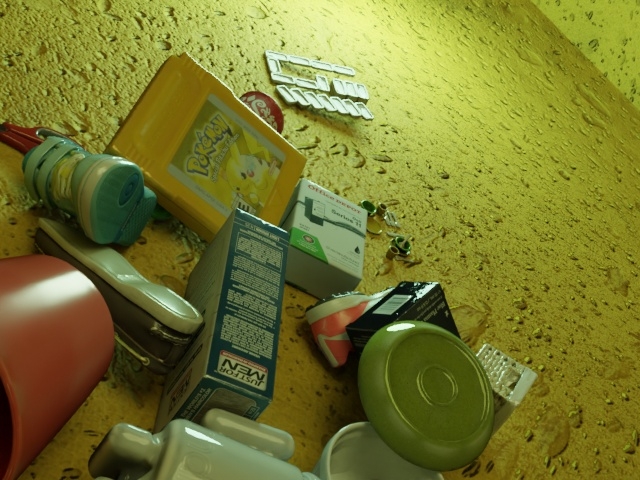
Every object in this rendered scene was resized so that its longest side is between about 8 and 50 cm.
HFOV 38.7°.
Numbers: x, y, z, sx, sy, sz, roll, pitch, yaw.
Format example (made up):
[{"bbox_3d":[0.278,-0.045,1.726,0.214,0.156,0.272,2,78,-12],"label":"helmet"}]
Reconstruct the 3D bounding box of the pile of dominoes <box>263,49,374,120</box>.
[{"bbox_3d":[-0.007,-0.350,2.130,0.251,0.040,0.196,8,44,-22],"label":"pile of dominoes"}]

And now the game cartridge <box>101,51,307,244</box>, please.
[{"bbox_3d":[-0.188,-0.146,1.596,0.323,0.052,0.285,41,47,-22],"label":"game cartridge"}]

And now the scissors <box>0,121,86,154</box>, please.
[{"bbox_3d":[-0.534,-0.189,1.514,0.297,0.021,0.109,27,39,-11],"label":"scissors"}]

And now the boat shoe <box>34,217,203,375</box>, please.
[{"bbox_3d":[-0.311,0.073,1.311,0.324,0.097,0.116,32,9,26],"label":"boat shoe"}]

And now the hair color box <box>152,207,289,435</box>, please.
[{"bbox_3d":[-0.139,0.133,1.338,0.105,0.174,0.347,25,37,-17],"label":"hair color box"}]

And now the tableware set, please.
[{"bbox_3d":[0.137,-0.022,1.868,0.104,0.024,0.154,12,42,-29],"label":"tableware set"}]

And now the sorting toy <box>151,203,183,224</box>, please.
[{"bbox_3d":[-0.256,-0.054,1.576,0.061,0.042,0.102,28,46,16],"label":"sorting toy"}]

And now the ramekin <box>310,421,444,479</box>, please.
[{"bbox_3d":[0.072,0.374,1.294,0.207,0.109,0.207,22,37,-18],"label":"ramekin"}]

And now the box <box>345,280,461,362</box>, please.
[{"bbox_3d":[0.146,0.172,1.505,0.156,0.093,0.158,-36,112,-35],"label":"box"}]

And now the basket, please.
[{"bbox_3d":[0.266,0.269,1.527,0.103,0.167,0.113,39,36,12],"label":"basket"}]

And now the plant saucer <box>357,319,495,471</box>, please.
[{"bbox_3d":[0.170,0.224,1.369,0.240,0.037,0.241,14,56,-21],"label":"plant saucer"}]

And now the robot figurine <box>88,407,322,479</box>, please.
[{"bbox_3d":[-0.116,0.346,1.093,0.353,0.200,0.300,26,51,-14],"label":"robot figurine"}]

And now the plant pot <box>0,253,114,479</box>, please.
[{"bbox_3d":[-0.389,0.141,1.071,0.275,0.275,0.243,40,25,5],"label":"plant pot"}]

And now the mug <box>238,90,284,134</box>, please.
[{"bbox_3d":[-0.175,-0.214,1.775,0.150,0.113,0.169,18,36,19],"label":"mug"}]

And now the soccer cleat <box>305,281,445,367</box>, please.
[{"bbox_3d":[0.111,0.146,1.607,0.318,0.108,0.117,-5,71,-44],"label":"soccer cleat"}]

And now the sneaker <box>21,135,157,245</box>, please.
[{"bbox_3d":[-0.371,-0.089,1.357,0.208,0.319,0.127,29,80,2],"label":"sneaker"}]

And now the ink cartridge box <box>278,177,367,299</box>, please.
[{"bbox_3d":[0.000,0.000,1.676,0.153,0.087,0.208,26,36,-14],"label":"ink cartridge box"}]
